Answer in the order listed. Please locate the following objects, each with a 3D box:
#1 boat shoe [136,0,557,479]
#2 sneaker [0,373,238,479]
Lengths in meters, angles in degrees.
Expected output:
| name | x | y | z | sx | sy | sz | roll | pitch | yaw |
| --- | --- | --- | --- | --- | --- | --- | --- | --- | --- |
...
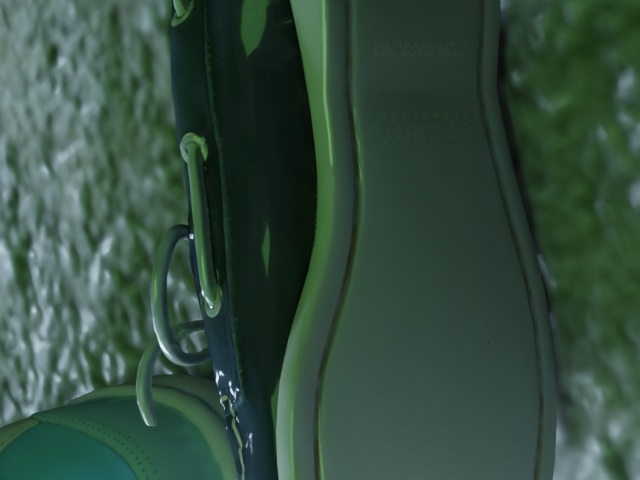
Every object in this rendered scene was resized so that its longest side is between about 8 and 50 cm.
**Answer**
| name | x | y | z | sx | sy | sz | roll | pitch | yaw |
| --- | --- | --- | --- | --- | --- | --- | --- | --- | --- |
| boat shoe | 0.000 | 0.000 | 0.481 | 0.079 | 0.095 | 0.254 | -8 | 89 | 48 |
| sneaker | -0.161 | 0.134 | 0.607 | 0.319 | 0.208 | 0.127 | -27 | 75 | 48 |
